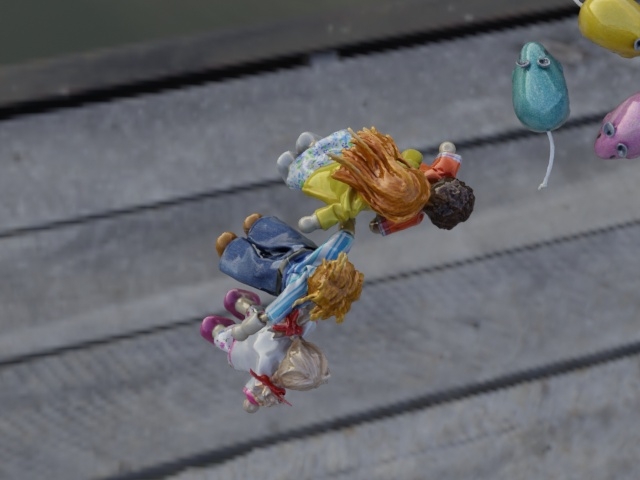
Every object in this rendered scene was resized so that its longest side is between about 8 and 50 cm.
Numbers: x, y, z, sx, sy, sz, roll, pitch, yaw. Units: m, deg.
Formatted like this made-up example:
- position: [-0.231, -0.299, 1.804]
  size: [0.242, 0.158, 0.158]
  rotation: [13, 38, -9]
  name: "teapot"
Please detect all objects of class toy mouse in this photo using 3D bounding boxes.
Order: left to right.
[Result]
- position: [0.183, -0.096, 1.096]
  size: [0.161, 0.031, 0.143]
  rotation: [33, 97, 8]
  name: "toy mouse"

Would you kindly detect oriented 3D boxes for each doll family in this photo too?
- position: [0.000, 0.000, 1.211]
  size: [0.263, 0.118, 0.163]
  rotation: [-49, 34, -11]
  name: "doll family"
